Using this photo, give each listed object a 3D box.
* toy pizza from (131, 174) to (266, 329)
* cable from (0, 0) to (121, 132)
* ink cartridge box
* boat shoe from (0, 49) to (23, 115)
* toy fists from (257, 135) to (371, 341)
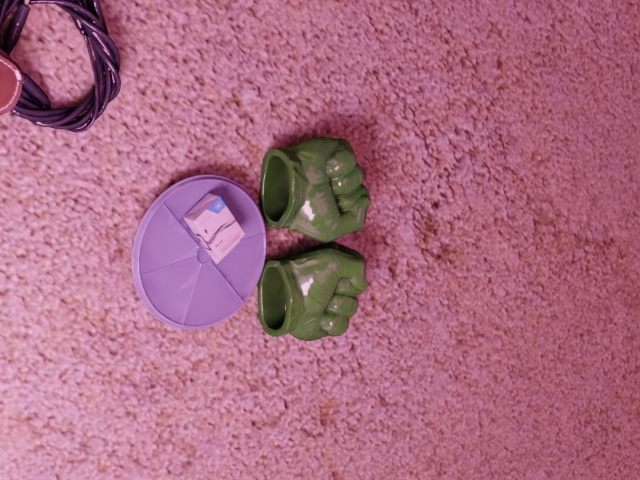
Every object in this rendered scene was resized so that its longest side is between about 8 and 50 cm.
[{"bbox_3d":[-0.156,0.014,1.627,0.201,0.032,0.201,-10,107,-36],"label":"toy pizza"},{"bbox_3d":[-0.302,-0.205,1.444,0.150,0.047,0.184,-26,117,-32],"label":"cable"},{"bbox_3d":[-0.128,-0.012,1.601,0.048,0.028,0.083,-46,125,-20],"label":"ink cartridge box"},{"bbox_3d":[-0.445,-0.176,1.279,0.324,0.116,0.123,8,101,-37],"label":"boat shoe"},{"bbox_3d":[0.000,0.000,1.710,0.142,0.096,0.279,-8,104,-39],"label":"toy fists"}]
